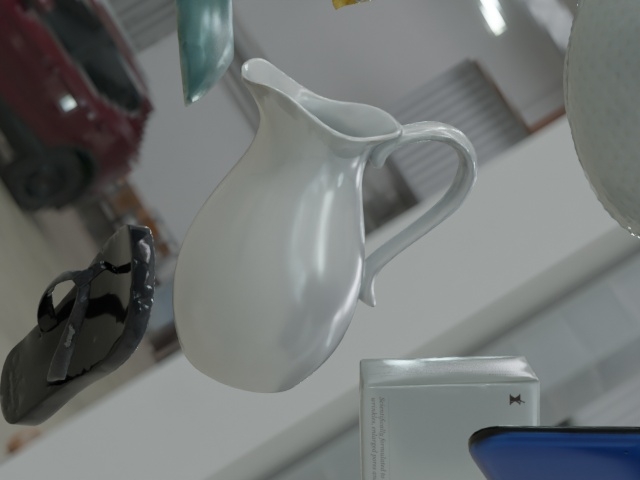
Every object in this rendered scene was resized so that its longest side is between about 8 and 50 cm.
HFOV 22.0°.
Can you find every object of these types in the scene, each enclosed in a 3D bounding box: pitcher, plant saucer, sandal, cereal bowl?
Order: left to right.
[{"bbox_3d":[-0.210,0.079,1.356,0.054,0.254,0.097,13,47,-34],"label":"sandal"},{"bbox_3d":[-0.094,-0.259,1.225,0.317,0.044,0.317,176,-90,-87],"label":"plant saucer"},{"bbox_3d":[0.000,0.000,1.111,0.178,0.207,0.125,15,20,-13],"label":"pitcher"},{"bbox_3d":[0.331,-0.155,1.579,0.141,0.339,0.339,4,-42,36],"label":"cereal bowl"}]

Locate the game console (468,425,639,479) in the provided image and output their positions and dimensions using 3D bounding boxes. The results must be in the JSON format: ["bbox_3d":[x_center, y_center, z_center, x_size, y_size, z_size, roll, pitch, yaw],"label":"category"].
[{"bbox_3d":[0.274,0.129,1.002,0.250,0.293,0.173,-45,128,-55],"label":"game console"}]

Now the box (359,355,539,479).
[{"bbox_3d":[0.130,0.219,1.694,0.119,0.182,0.181,-96,-175,-81],"label":"box"}]

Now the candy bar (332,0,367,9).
[{"bbox_3d":[0.076,-0.209,1.282,0.040,0.161,0.018,57,38,-41],"label":"candy bar"}]
